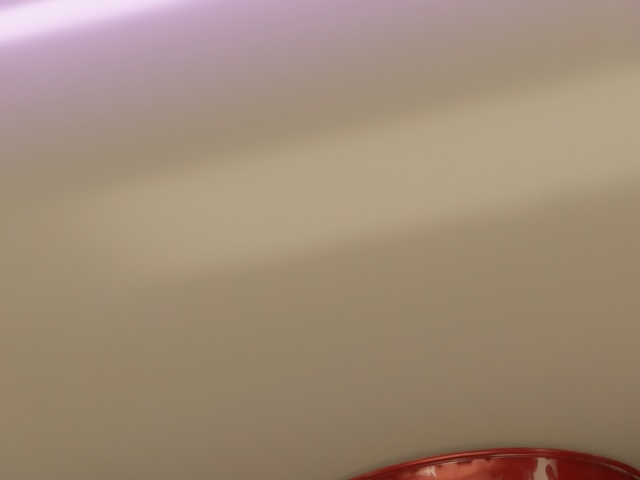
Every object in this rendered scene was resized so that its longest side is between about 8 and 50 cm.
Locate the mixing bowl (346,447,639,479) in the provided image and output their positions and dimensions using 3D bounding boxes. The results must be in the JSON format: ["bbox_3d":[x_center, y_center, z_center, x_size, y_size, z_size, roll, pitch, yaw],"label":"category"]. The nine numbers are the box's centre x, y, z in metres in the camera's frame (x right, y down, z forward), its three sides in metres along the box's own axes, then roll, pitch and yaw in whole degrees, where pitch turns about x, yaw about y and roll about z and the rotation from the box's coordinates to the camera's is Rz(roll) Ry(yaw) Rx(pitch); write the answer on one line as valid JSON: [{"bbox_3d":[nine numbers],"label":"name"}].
[{"bbox_3d":[0.067,0.173,0.623,0.181,0.181,0.098,-8,55,3],"label":"mixing bowl"}]

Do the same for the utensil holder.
[{"bbox_3d":[0.000,0.000,0.722,0.385,0.327,0.327,-13,75,4],"label":"utensil holder"}]
